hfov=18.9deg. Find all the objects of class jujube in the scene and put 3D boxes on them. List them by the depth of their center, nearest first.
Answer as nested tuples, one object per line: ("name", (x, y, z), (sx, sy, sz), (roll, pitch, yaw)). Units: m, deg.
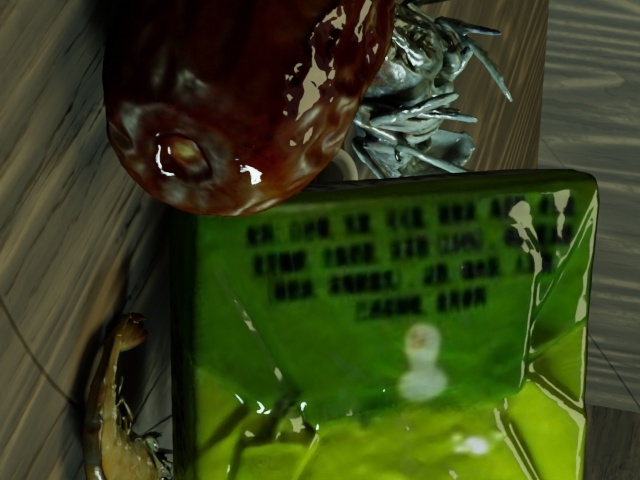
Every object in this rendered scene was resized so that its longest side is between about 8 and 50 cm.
("jujube", (-0.044, -0.134, 1.176), (0.183, 0.183, 0.243), (84, 27, -51))

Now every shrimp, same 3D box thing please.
("shrimp", (-0.128, 0.112, 1.279), (0.178, 0.034, 0.124), (42, 51, -73))
("shrimp", (0.090, -0.139, 1.850), (0.410, 0.166, 0.221), (102, -1, -72))

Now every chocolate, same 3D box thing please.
("chocolate", (0.036, 0.092, 1.362), (0.137, 0.300, 0.289), (-147, -125, -67))

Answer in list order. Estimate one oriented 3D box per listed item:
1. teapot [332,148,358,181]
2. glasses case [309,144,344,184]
("teapot", (-0.019, 0.035, 1.496), (0.159, 0.116, 0.246), (100, 2, -75))
("glasses case", (0.000, 0.001, 1.643), (0.072, 0.042, 0.191), (112, -17, -52))
